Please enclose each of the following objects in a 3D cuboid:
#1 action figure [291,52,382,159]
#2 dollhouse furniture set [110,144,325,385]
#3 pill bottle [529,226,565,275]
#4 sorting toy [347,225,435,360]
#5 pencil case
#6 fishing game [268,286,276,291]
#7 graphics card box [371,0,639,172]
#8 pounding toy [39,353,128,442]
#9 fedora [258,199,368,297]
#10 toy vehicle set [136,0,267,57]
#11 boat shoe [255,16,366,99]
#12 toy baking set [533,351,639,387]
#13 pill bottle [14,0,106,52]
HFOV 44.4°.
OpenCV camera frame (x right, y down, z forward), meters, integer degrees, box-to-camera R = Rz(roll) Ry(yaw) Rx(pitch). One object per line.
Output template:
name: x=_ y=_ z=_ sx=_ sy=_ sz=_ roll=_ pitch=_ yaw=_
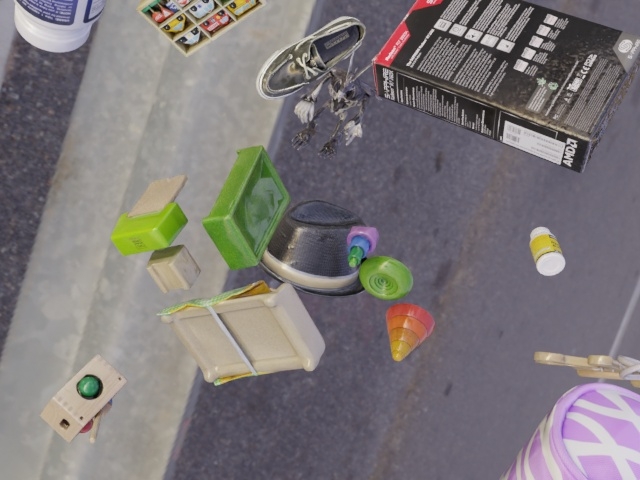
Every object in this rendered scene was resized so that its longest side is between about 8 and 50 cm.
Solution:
action figure: x=0.033 y=-0.288 z=1.759 sx=0.141 sy=0.164 sz=0.275 roll=-65 pitch=-177 yaw=-36
dollhouse furniture set: x=-0.123 y=0.046 z=1.113 sx=0.301 sy=0.198 sz=0.151 roll=63 pitch=30 yaw=-32
pill bottle: x=0.522 y=0.022 z=1.817 sx=0.116 sy=0.065 sz=0.065 roll=-91 pitch=174 yaw=-52
sorting toy: x=0.142 y=0.138 z=1.764 sx=0.365 sy=0.127 sz=0.126 roll=61 pitch=37 yaw=-31
pencil case: x=0.126 y=0.165 z=0.422 sx=0.086 sy=0.088 sz=0.206 roll=-51 pitch=166 yaw=-47
fishing game: x=-0.196 y=0.189 z=1.964 sx=0.264 sy=0.189 sz=0.041 roll=-29 pitch=122 yaw=-38
graphics card box: x=0.300 y=-0.280 z=1.269 sx=0.232 sy=0.371 sz=0.094 roll=-56 pitch=156 yaw=-23
pounding toy: x=-0.393 y=0.279 z=1.326 sx=0.130 sy=0.100 sz=0.141 roll=-49 pitch=-177 yaw=-40
fedora: x=0.000 y=0.000 z=1.917 sx=0.334 sy=0.334 sz=0.152 roll=-17 pitch=138 yaw=-50
toy vehicle set: x=-0.271 y=-0.542 z=1.791 sx=0.166 sy=0.267 sz=0.035 roll=40 pitch=42 yaw=-35
boat shoe: x=-0.018 y=-0.320 z=1.371 sx=0.219 sy=0.070 sz=0.077 roll=-35 pitch=112 yaw=3
toy baking set: x=0.329 y=0.135 z=0.775 sx=0.197 sy=0.256 sz=0.030 roll=11 pitch=79 yaw=-28
pill bottle: x=-0.412 y=-0.433 z=1.250 sx=0.153 sy=0.153 sz=0.264 roll=-38 pitch=173 yaw=-37
